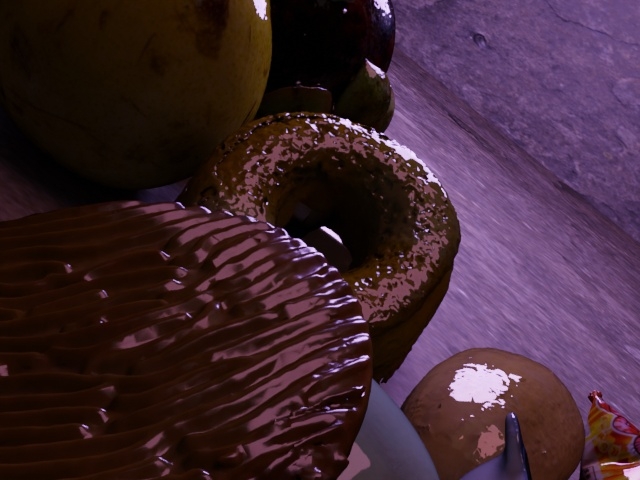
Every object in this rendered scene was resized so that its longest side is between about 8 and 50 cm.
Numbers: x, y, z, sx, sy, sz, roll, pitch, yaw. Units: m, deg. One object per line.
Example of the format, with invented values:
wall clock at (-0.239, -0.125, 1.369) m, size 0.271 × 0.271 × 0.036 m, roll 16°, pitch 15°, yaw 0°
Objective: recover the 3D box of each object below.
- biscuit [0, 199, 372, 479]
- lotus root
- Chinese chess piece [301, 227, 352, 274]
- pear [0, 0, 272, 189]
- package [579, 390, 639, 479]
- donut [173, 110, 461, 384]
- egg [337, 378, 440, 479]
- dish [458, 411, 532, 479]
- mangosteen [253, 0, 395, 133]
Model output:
biscuit at (-0.133, 0.062, 0.410) m, size 0.318 × 0.040 × 0.318 m, roll -4°, pitch 29°, yaw 2°
lotus root at (0.145, 0.166, 0.745) m, size 0.146 × 0.130 × 0.303 m, roll 45°, pitch 23°, yaw 17°
Chinese chess piece at (0.002, -0.004, 0.913) m, size 0.257 × 0.104 × 0.257 m, roll 31°, pitch 23°, yaw -15°
pear at (-0.169, -0.187, 0.807) m, size 0.284 × 0.283 × 0.283 m, roll 31°, pitch 22°, yaw -14°
package at (0.293, 0.289, 0.730) m, size 0.223 × 0.109 × 0.288 m, roll 54°, pitch 24°, yaw -18°
donut at (0.000, 0.000, 0.723) m, size 0.272 × 0.107 × 0.271 m, roll 9°, pitch 59°, yaw -15°
egg at (-0.029, 0.138, 0.487) m, size 0.231 × 0.168 × 0.168 m, roll 45°, pitch 23°, yaw 17°
dish at (0.098, 0.233, 0.529) m, size 0.228 × 0.086 × 0.236 m, roll 56°, pitch 27°, yaw -63°
mangosteen at (-0.033, -0.236, 1.063) m, size 0.300 × 0.300 × 0.300 m, roll 31°, pitch 22°, yaw -14°
